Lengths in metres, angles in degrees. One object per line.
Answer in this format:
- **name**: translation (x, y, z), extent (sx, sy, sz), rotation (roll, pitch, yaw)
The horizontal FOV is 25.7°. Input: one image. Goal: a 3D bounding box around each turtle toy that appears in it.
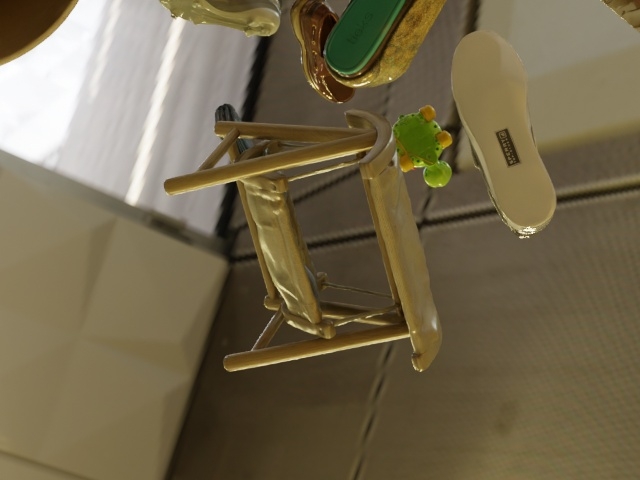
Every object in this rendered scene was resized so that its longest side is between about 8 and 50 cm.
- **turtle toy**: translation (0.158, -0.141, 2.183), extent (0.095, 0.066, 0.130), rotation (-31, -103, 1)

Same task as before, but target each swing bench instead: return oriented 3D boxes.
- **swing bench**: translation (0.000, 0.000, 1.562), extent (0.255, 0.253, 0.165), rotation (-4, -152, 22)

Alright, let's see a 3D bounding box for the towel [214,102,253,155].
- **towel**: translation (-0.095, -0.111, 1.750), extent (0.029, 0.119, 0.067), rotation (-22, -146, 8)

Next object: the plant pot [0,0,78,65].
- **plant pot**: translation (-0.328, -0.292, 1.209), extent (0.256, 0.256, 0.274), rotation (-61, -160, 9)

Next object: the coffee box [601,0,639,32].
- **coffee box**: translation (0.349, -0.219, 1.183), extent (0.246, 0.098, 0.141), rotation (45, -37, 23)

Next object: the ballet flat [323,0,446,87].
- **ballet flat**: translation (0.130, -0.336, 1.729), extent (0.348, 0.123, 0.123), rotation (-56, -151, 14)

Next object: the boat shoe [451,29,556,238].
- **boat shoe**: translation (0.259, -0.148, 1.994), extent (0.102, 0.108, 0.301), rotation (82, -10, -76)

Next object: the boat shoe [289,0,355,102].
- **boat shoe**: translation (0.012, -0.249, 1.886), extent (0.064, 0.178, 0.060), rotation (-40, -134, -18)

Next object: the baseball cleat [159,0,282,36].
- **baseball cleat**: translation (-0.163, -0.396, 2.287), extent (0.072, 0.206, 0.109), rotation (131, -28, -55)
